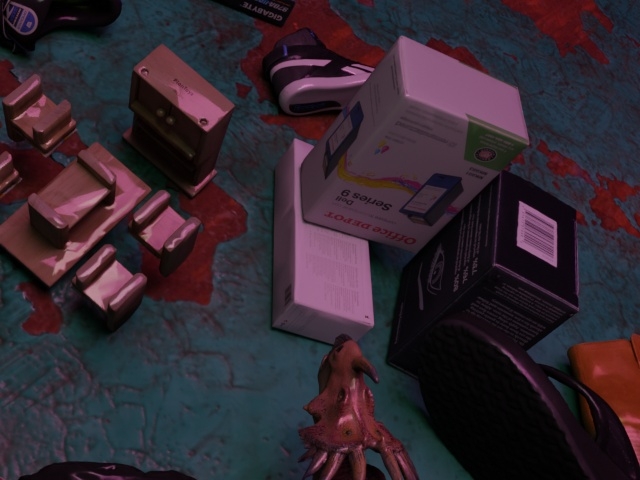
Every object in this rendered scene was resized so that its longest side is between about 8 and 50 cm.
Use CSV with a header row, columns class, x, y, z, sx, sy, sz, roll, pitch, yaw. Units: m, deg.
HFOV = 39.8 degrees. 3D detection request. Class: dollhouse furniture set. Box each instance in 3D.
class,x,y,z,sx,sy,sz,roll,pitch,yaw
dollhouse furniture set,-0.212,-0.054,0.892,0.212,0.161,0.242,41,65,2

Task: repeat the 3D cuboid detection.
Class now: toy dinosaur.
class,x,y,z,sx,sy,sz,roll,pitch,yaw
toy dinosaur,0.054,0.246,0.739,0.296,0.200,0.127,46,44,7

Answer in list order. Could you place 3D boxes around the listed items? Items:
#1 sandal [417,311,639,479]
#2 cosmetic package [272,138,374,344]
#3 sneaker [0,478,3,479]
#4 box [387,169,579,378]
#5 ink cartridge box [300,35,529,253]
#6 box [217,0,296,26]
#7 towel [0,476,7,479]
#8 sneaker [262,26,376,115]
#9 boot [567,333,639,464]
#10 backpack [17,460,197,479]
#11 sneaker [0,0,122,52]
class,x,y,z,sx,sy,sz,roll,pitch,yaw
sandal,0.267,0.243,0.920,0.446,0.167,0.107,49,49,-2
cosmetic package,0.000,0.000,1.009,0.099,0.060,0.239,18,47,-21
sneaker,-0.324,0.153,0.530,0.276,0.135,0.098,4,49,-7
box,0.178,0.052,0.979,0.108,0.207,0.153,27,45,-12
ink cartridge box,0.094,-0.093,0.952,0.154,0.212,0.093,18,50,-24
box,-0.124,-0.427,1.288,0.175,0.051,0.220,16,48,-23
towel,-0.261,0.309,0.583,0.312,0.056,0.324,31,43,-8
sneaker,0.023,-0.239,1.209,0.217,0.079,0.121,-6,60,-35
boot,0.452,0.223,1.097,0.295,0.104,0.211,12,49,-20
backpack,-0.143,0.249,0.604,0.152,0.115,0.182,14,54,-30
sneaker,-0.361,-0.290,0.961,0.330,0.130,0.147,-10,59,-39
